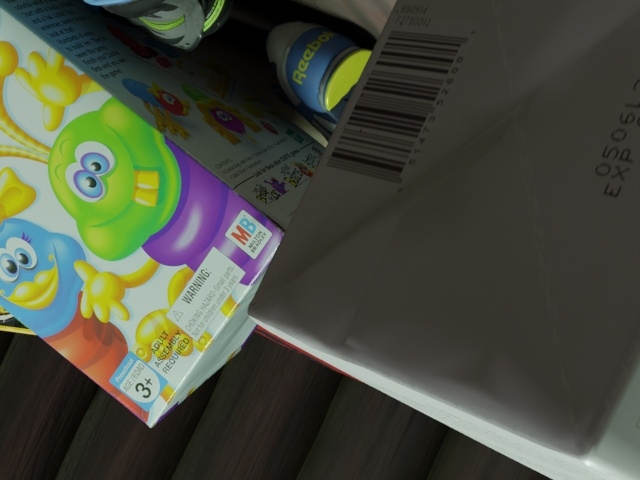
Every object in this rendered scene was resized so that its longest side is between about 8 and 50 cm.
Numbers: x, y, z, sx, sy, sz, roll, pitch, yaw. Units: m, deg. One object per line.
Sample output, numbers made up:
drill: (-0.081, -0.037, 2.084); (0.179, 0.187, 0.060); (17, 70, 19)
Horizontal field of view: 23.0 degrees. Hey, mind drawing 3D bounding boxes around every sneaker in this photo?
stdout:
sneaker: (-0.077, -0.135, 0.780); (0.078, 0.067, 0.188); (19, 180, -8)
sneaker: (0.008, -0.086, 0.895); (0.059, 0.053, 0.144); (30, 171, 17)

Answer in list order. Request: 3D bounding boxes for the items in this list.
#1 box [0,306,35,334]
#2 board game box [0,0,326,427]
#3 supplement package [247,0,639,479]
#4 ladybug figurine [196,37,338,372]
box: (-0.227, 0.004, 1.481); (0.257, 0.079, 0.322); (5, -164, 9)
board game box: (-0.139, -0.052, 0.878); (0.275, 0.142, 0.144); (38, -159, 6)
supplement package: (0.161, 0.021, 0.520); (0.293, 0.178, 0.175); (30, 173, -31)
ladybug figurine: (0.000, 0.000, 1.157); (0.305, 0.162, 0.449); (22, 174, 32)
